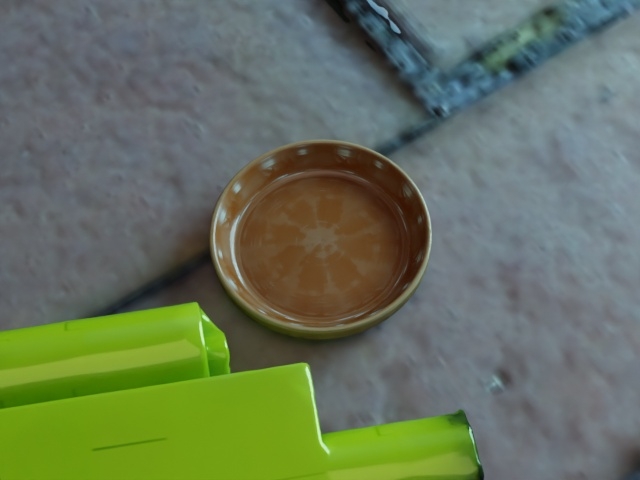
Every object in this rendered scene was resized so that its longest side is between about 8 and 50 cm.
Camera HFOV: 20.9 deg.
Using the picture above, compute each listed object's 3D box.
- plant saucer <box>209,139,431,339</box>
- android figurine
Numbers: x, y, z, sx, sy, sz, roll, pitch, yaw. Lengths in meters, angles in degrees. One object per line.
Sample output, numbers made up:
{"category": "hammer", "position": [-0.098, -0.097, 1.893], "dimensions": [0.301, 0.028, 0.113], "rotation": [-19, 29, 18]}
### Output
{"category": "plant saucer", "position": [0.000, 0.000, 0.654], "dimensions": [0.083, 0.013, 0.083], "rotation": [0, 60, 1]}
{"category": "android figurine", "position": [-0.073, 0.135, 0.556], "dimensions": [0.273, 0.056, 0.248], "rotation": [-11, 61, -5]}
